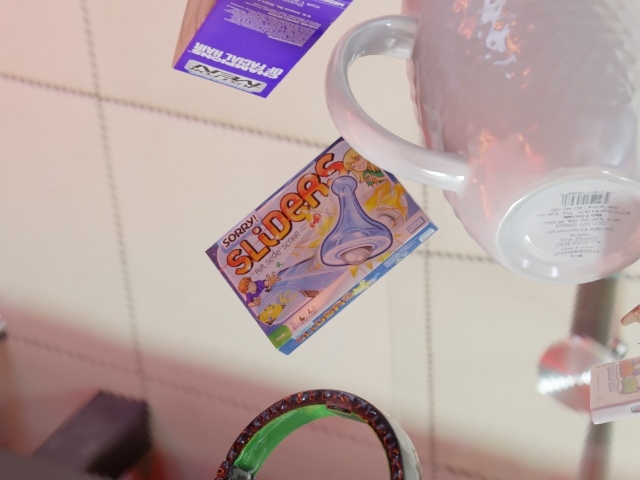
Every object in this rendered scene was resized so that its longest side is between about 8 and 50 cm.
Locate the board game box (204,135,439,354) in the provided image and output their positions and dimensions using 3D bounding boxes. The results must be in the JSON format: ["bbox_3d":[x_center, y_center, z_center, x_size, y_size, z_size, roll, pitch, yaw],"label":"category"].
[{"bbox_3d":[0.000,0.000,1.753,0.201,0.035,0.136,-41,67,6],"label":"board game box"}]

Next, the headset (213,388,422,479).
[{"bbox_3d":[-0.020,0.360,1.870,0.243,0.394,0.185,11,162,37],"label":"headset"}]

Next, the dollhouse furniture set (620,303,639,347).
[{"bbox_3d":[0.185,0.041,0.743,0.076,0.151,0.058,39,133,21],"label":"dollhouse furniture set"}]

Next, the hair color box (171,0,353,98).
[{"bbox_3d":[-0.037,-0.265,1.549,0.110,0.185,0.339,16,166,-10],"label":"hair color box"}]

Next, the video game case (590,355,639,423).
[{"bbox_3d":[0.331,0.133,1.677,0.143,0.157,0.019,-14,98,11],"label":"video game case"}]

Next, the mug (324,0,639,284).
[{"bbox_3d":[0.186,-0.136,1.748,0.374,0.328,0.276,6,138,-13],"label":"mug"}]
